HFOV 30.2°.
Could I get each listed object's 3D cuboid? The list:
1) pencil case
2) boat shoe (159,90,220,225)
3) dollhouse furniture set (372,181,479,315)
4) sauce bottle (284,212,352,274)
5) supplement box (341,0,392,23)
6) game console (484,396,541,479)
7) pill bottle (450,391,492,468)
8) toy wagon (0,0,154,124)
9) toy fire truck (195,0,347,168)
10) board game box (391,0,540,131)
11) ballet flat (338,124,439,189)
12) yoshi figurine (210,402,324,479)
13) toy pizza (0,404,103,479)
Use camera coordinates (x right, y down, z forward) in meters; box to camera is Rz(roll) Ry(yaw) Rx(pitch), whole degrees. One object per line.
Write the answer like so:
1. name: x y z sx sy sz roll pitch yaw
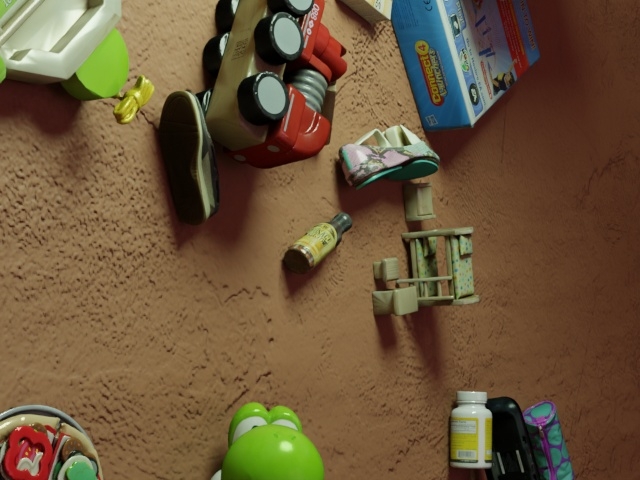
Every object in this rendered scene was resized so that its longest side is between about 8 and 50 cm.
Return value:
1. pencil case: 0.394 0.357 2.060 0.070 0.064 0.152 -60 135 -61
2. boat shoe: -0.144 -0.095 1.339 0.049 0.056 0.152 -30 120 -58
3. dollhouse furniture set: 0.150 0.008 1.707 0.161 0.101 0.182 -9 94 -55
4. sauce bottle: 0.000 0.000 1.545 0.128 0.042 0.042 -44 122 -51
5. supplement box: 0.063 -0.355 1.675 0.098 0.036 0.062 24 68 -52
6. game console: 0.326 0.419 1.843 0.044 0.213 0.362 -11 84 -45
7. pill bottle: 0.233 0.292 1.831 0.065 0.065 0.116 13 77 -54
8. toy wagon: -0.279 -0.255 1.142 0.344 0.068 0.267 61 42 -33
9. toy fire truck: -0.031 -0.173 1.449 0.246 0.158 0.217 32 60 -38
10. board game box: 0.220 -0.371 1.863 0.302 0.086 0.308 -43 122 -49
11. ballet flat: 0.098 -0.122 1.682 0.221 0.077 0.079 -13 78 -55
12. yoshi figurine: -0.070 0.351 1.280 0.203 0.203 0.362 21 67 -46
13. toy pizza: -0.272 0.258 1.130 0.201 0.032 0.201 9 79 -55
